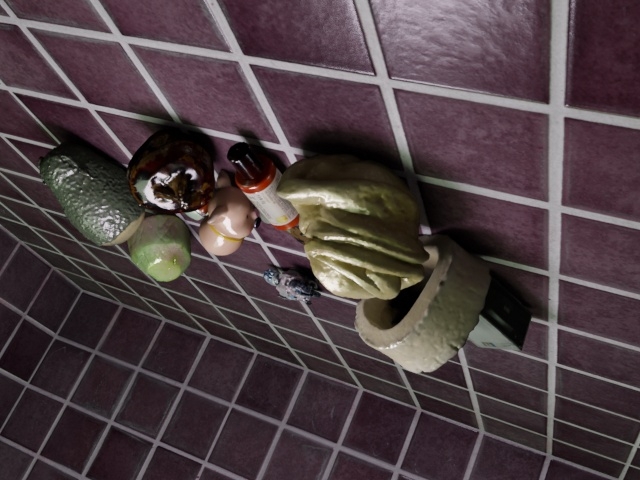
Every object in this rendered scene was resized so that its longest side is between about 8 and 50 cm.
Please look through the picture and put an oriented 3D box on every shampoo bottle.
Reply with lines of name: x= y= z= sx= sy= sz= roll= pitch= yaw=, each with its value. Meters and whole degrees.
shampoo bottle: x=-0.139 y=-0.139 z=1.811 sx=0.104 sy=0.104 sz=0.278 roll=11 pitch=154 yaw=33

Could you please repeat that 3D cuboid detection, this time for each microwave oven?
microwave oven: x=0.431 y=0.183 z=1.914 sx=0.163 sy=0.129 sz=0.205 roll=-5 pitch=145 yaw=49

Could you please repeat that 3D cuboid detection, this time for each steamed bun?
steamed bun: x=0.066 y=-0.016 z=1.638 sx=0.324 sy=0.230 sz=0.372 roll=5 pitch=133 yaw=45

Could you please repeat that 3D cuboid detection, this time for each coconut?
coconut: x=-0.541 y=0.013 z=2.478 sx=0.235 sy=0.236 sz=0.205 roll=25 pitch=136 yaw=-1

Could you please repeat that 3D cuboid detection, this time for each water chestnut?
water chestnut: x=-0.369 y=-0.163 z=1.852 sx=0.223 sy=0.238 sz=0.224 roll=-7 pitch=130 yaw=-8

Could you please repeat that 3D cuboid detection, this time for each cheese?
cheese: x=0.245 y=0.140 z=1.791 sx=0.153 sy=0.332 sz=0.292 roll=35 pitch=-177 yaw=-25

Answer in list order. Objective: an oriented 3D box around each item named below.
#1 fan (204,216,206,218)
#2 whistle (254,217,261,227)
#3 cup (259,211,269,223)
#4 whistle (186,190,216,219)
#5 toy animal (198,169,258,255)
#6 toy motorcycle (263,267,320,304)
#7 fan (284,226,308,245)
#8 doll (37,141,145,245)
fan: x=-0.318 y=-0.064 z=2.321 sx=0.175 sy=0.005 sz=0.113 roll=10 pitch=155 yaw=31
whistle: x=-0.259 y=-0.073 z=2.198 sx=0.176 sy=0.033 sz=0.033 roll=17 pitch=158 yaw=19
cup: x=-0.146 y=-0.097 z=2.010 sx=0.054 sy=0.075 sz=0.083 roll=-19 pitch=151 yaw=-3
whistle: x=-0.358 y=-0.119 z=2.102 sx=0.253 sy=0.102 sz=0.105 roll=39 pitch=152 yaw=-27
toy animal: x=-0.255 y=-0.052 z=2.023 sx=0.149 sy=0.165 sz=0.248 roll=2 pitch=144 yaw=-15
toy motorcycle: x=-0.109 y=0.147 z=2.448 sx=0.203 sy=0.108 sz=0.239 roll=20 pitch=158 yaw=13
fan: x=0.000 y=0.000 z=2.120 sx=0.226 sy=0.008 sz=0.152 roll=1 pitch=147 yaw=49
doll: x=-0.701 y=-0.149 z=2.252 sx=0.247 sy=0.247 sz=0.349 roll=-3 pitch=137 yaw=51
